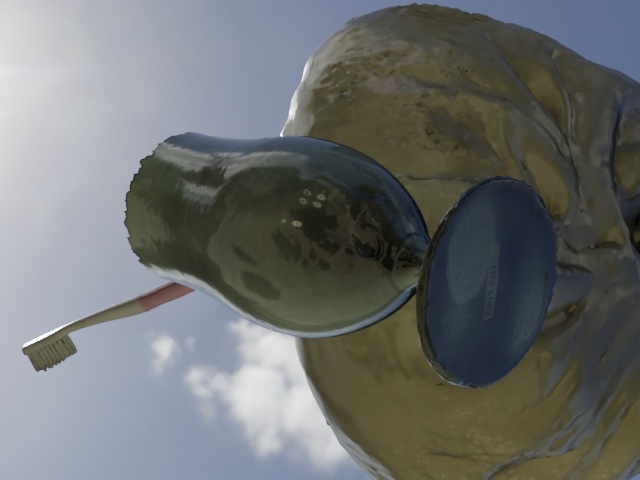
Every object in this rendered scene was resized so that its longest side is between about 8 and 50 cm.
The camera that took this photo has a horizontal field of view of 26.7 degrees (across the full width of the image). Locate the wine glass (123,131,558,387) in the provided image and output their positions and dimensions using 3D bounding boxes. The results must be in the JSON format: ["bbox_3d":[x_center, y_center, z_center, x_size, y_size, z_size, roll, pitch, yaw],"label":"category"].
[{"bbox_3d":[0.000,0.000,0.611,0.202,0.093,0.093,13,-37,43],"label":"wine glass"}]

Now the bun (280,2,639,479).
[{"bbox_3d":[0.130,0.013,0.874,0.211,0.359,0.359,-9,-51,32],"label":"bun"}]

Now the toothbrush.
[{"bbox_3d":[-0.108,0.038,0.966,0.286,0.020,0.025,-25,-82,28],"label":"toothbrush"}]
